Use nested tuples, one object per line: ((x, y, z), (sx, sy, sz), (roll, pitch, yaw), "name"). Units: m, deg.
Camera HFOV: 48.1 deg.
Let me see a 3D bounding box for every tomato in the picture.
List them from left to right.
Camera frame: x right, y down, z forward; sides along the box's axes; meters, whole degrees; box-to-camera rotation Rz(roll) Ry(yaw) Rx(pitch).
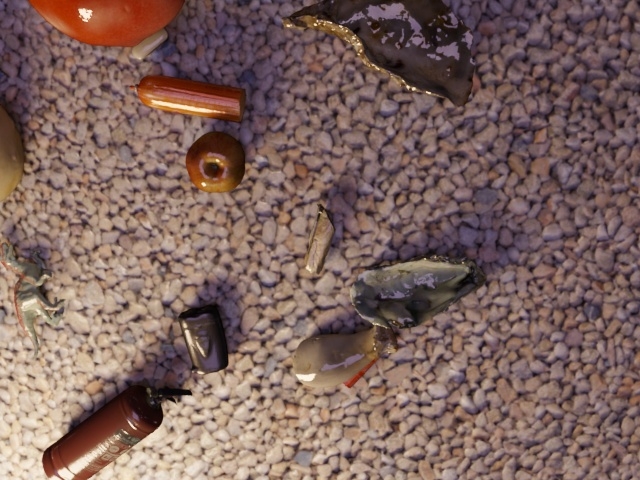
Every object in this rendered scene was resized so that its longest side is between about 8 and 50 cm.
((-0.389, -0.511, 1.307), (0.321, 0.321, 0.322), (1, 102, 3), "tomato")

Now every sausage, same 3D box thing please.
((-0.271, -0.291, 1.451), (0.234, 0.071, 0.071), (10, 102, 1), "sausage")
((0.097, 0.268, 1.569), (0.034, 0.034, 0.129), (41, 101, -6), "sausage")

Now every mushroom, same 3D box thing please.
((0.054, 0.244, 1.524), (0.225, 0.093, 0.116), (-18, 78, 22), "mushroom")

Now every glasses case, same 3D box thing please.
((-0.346, -0.401, 1.455), (0.083, 0.021, 0.032), (-37, 97, 10), "glasses case")

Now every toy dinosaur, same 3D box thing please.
((-0.641, 0.138, 1.572), (0.167, 0.053, 0.242), (16, 103, 1), "toy dinosaur")

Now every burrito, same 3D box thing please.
((0.000, 0.000, 1.512), (0.055, 0.041, 0.149), (18, 103, 13), "burrito")

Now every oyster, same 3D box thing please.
((0.140, -0.415, 1.400), (0.396, 0.111, 0.204), (28, 85, -2), "oyster")
((0.199, 0.094, 1.499), (0.252, 0.087, 0.199), (-44, 75, -8), "oyster")

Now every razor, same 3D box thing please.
((-0.252, 0.218, 1.566), (0.090, 0.054, 0.148), (-11, 102, 5), "razor")

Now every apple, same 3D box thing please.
((-0.215, -0.159, 1.459), (0.126, 0.102, 0.126), (1, 101, 3), "apple")

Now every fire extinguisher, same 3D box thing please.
((-0.451, 0.420, 1.597), (0.337, 0.135, 0.114), (-37, 56, 11), "fire extinguisher")

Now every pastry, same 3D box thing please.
((-0.736, -0.177, 1.452), (0.264, 0.133, 0.265), (-2, 104, -6), "pastry")
